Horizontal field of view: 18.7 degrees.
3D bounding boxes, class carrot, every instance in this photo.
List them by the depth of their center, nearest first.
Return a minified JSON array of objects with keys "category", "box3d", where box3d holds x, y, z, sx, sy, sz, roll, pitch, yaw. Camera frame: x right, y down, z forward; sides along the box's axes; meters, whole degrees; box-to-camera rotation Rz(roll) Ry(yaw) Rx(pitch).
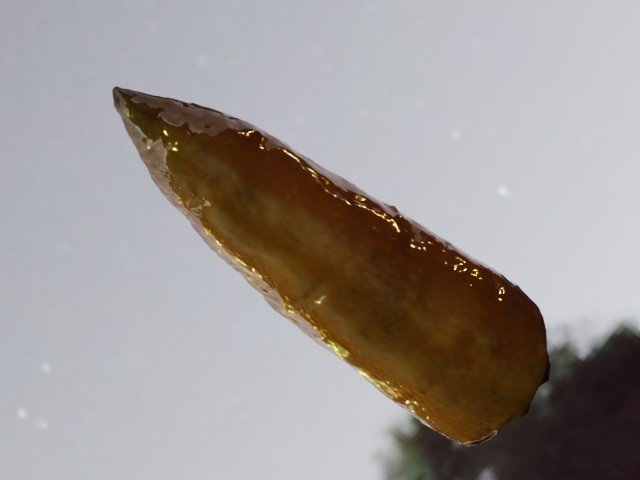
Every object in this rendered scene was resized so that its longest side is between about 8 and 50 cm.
[{"category":"carrot","box3d":[0.000,0.000,0.756,0.072,0.205,0.072,-40,28,26]}]
